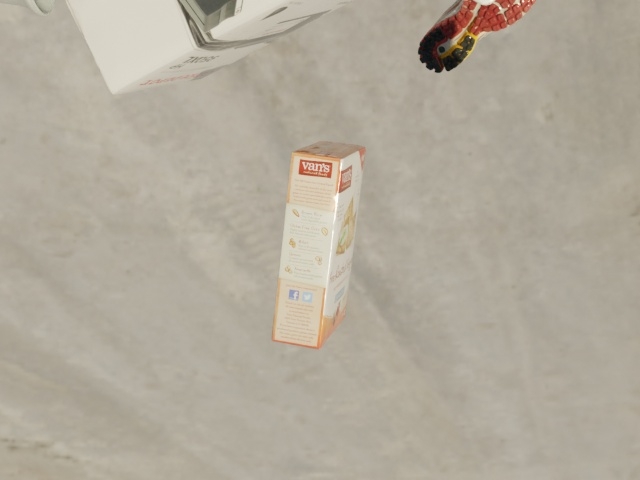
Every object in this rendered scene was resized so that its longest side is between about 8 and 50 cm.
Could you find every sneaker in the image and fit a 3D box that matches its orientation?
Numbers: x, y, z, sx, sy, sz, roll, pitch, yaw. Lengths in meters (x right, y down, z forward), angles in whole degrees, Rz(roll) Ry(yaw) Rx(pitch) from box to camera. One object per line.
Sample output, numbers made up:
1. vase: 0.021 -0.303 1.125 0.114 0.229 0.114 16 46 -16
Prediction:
1. sneaker: 0.240 -0.351 1.542 0.225 0.092 0.088 -34 106 32

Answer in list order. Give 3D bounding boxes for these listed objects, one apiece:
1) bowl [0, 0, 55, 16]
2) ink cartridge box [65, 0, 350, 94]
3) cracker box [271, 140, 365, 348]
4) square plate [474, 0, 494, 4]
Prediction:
1. bowl: -0.401 -0.411 1.198 0.134 0.297 0.298 -2 152 -4
2. ink cartridge box: -0.108 -0.364 1.422 0.395 0.166 0.285 -22 -176 24
3. cracker box: 0.000 0.000 1.258 0.067 0.232 0.156 8 -168 11
4. square plate: 0.117 -0.449 0.909 0.347 0.344 0.049 37 -177 2
